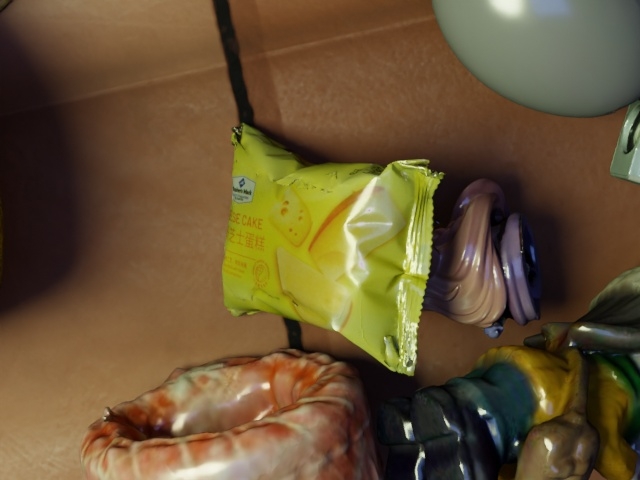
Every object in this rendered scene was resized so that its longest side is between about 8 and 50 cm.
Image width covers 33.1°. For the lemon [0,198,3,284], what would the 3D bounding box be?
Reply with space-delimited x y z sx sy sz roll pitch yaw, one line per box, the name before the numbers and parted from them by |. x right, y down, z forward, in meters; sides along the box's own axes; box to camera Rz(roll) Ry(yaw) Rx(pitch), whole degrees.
lemon | -0.397 -0.051 0.726 0.364 0.364 0.364 0 98 -2

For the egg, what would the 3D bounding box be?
egg | 0.174 -0.175 0.823 0.199 0.146 0.146 40 94 -14

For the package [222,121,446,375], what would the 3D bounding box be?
package | 0.000 0.000 0.827 0.090 0.226 0.168 -5 102 -46

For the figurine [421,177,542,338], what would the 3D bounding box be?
figurine | 0.103 0.016 0.863 0.157 0.114 0.126 -1 82 -1

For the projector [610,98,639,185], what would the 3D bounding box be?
projector | 0.318 -0.105 0.882 0.115 0.061 0.147 17 96 -3

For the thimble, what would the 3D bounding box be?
thimble | -0.060 0.185 0.821 0.239 0.239 0.162 -14 100 0

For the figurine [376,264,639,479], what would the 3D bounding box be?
figurine | 0.210 0.105 0.809 0.332 0.185 0.204 7 74 -22

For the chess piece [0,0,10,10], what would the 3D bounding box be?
chess piece | -0.281 -0.213 0.787 0.094 0.170 0.094 0 97 -4
